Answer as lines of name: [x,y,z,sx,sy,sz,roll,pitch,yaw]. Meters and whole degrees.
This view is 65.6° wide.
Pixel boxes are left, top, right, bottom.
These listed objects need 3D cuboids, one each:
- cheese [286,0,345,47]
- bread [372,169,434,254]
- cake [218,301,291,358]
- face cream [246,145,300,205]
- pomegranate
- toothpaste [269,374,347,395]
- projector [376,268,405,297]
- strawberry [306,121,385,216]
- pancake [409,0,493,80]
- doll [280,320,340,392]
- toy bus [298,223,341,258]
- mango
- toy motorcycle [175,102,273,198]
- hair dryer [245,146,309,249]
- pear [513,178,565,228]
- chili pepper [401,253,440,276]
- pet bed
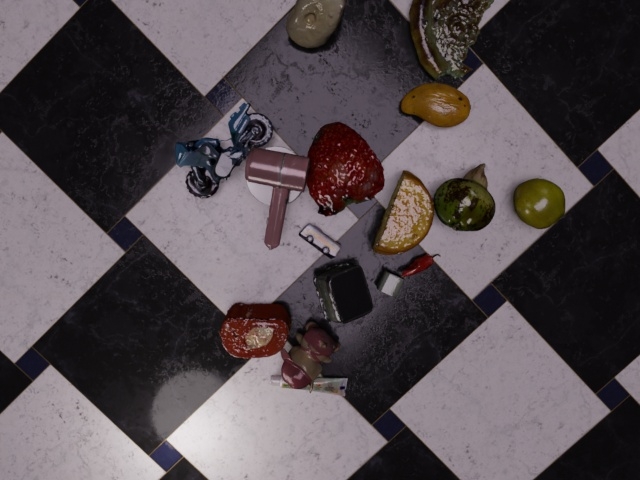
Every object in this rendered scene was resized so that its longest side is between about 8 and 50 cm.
cheese: [-0.012,-0.841,1.827,0.173,0.251,0.248,25,132,-16]
bread: [0.334,-0.084,1.882,0.178,0.194,0.340,22,92,3]
cake: [-0.254,0.353,1.955,0.282,0.151,0.177,0,108,-1]
face cream: [-0.162,-0.239,1.868,0.218,0.179,0.218,0,96,-1]
pomegranate: [0.563,-0.162,1.870,0.222,0.204,0.276,38,97,-24]
toothpaste: [-0.049,0.585,2.029,0.314,0.058,0.056,7,53,-5]
projector: [0.277,0.170,1.967,0.083,0.083,0.082,25,96,-3]
strawberry: [0.081,-0.266,1.822,0.291,0.292,0.310,-17,110,1]
pancake: [0.479,-0.823,1.868,0.304,0.067,0.427,18,94,-4]
doll: [-0.054,0.460,1.965,0.196,0.152,0.256,34,85,39]
toy bus: [0.000,0.000,1.960,0.172,0.057,0.072,36,89,-5]
mango: [0.439,-0.513,1.880,0.262,0.109,0.157,9,100,0]
toy motorcycle: [-0.381,-0.351,1.857,0.416,0.172,0.232,-41,102,12]
hair dryer: [-0.169,-0.135,1.738,0.210,0.125,0.353,11,103,-1]
pear: [0.833,-0.143,1.888,0.198,0.198,0.198,0,96,-1]
chili pepper: [0.394,0.095,1.967,0.191,0.059,0.050,-28,117,-16]
pet bed: [0.081,0.207,1.944,0.183,0.159,0.211,-22,99,-24]
